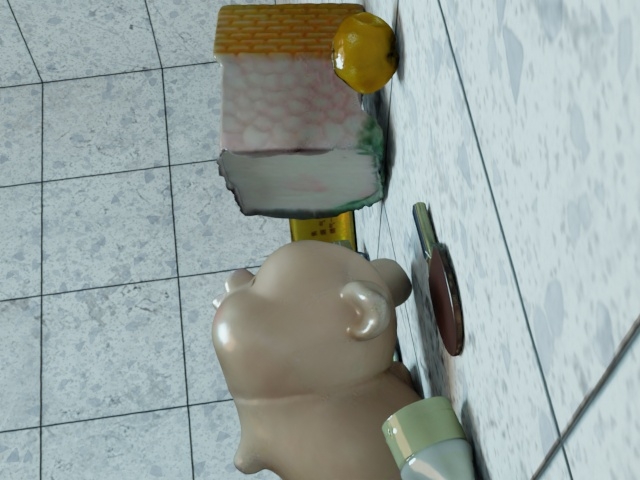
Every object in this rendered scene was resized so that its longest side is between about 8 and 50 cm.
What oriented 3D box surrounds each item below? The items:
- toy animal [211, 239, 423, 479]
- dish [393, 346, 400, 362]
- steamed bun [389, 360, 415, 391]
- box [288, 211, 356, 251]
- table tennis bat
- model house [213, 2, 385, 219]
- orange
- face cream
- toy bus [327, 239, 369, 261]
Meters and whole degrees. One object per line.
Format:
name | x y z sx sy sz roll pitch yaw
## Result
toy animal | 0.013 0.157 0.996 0.326 0.269 0.237 42 -170 7
dish | 0.082 0.160 1.312 0.091 0.039 0.137 -36 53 39
steamed bun | 0.072 0.232 1.179 0.175 0.106 0.145 83 177 -53
box | 0.001 0.000 1.802 0.264 0.115 0.415 -107 10 -64
table tennis bat | 0.110 0.033 0.878 0.095 0.014 0.158 85 174 -58
model house | -0.022 -0.173 1.205 0.237 0.202 0.237 72 -165 -72
orange | 0.050 -0.191 0.969 0.086 0.062 0.086 -27 -57 -50
face cream | 0.127 0.252 0.819 0.114 0.070 0.224 83 166 -60
toy bus | 0.015 0.134 1.477 0.289 0.157 0.139 -101 5 -51
